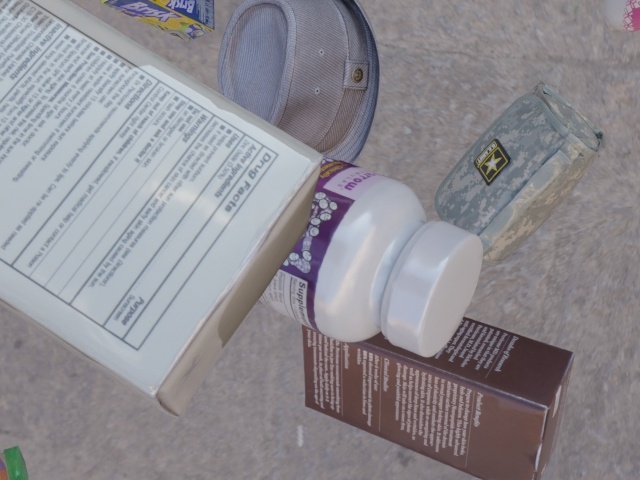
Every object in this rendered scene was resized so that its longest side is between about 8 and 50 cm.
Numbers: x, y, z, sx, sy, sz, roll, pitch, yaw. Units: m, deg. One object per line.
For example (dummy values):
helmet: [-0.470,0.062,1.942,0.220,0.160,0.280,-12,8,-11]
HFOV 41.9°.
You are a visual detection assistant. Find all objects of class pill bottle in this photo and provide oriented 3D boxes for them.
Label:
pill bottle: [0.000,0.000,0.840,0.302,0.169,0.169,22,100,26]

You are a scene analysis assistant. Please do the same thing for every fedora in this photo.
fedora: [-0.048,-0.209,1.079,0.244,0.124,0.275,28,117,34]

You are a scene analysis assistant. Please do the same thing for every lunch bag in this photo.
lunch bag: [0.307,-0.104,1.291,0.169,0.287,0.235,41,113,0]

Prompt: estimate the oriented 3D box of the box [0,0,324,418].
box: [-0.136,-0.028,0.466,0.232,0.127,0.148,33,72,5]

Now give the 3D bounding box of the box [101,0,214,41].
box: [-0.224,-0.334,1.167,0.059,0.169,0.054,-11,77,32]

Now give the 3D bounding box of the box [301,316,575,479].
box: [0.166,0.211,1.258,0.381,0.143,0.191,19,130,26]

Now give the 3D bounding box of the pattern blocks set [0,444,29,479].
pattern blocks set: [-0.317,0.217,0.746,0.026,0.325,0.285,-22,70,-6]

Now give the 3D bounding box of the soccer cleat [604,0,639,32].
soccer cleat: [0.376,-0.341,0.866,0.143,0.331,0.116,14,67,-16]
